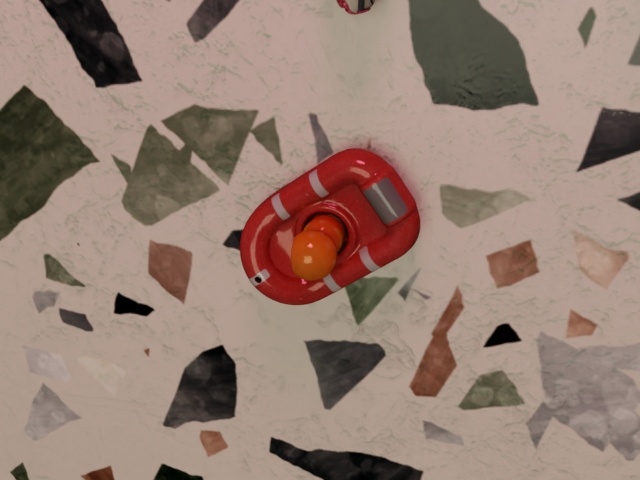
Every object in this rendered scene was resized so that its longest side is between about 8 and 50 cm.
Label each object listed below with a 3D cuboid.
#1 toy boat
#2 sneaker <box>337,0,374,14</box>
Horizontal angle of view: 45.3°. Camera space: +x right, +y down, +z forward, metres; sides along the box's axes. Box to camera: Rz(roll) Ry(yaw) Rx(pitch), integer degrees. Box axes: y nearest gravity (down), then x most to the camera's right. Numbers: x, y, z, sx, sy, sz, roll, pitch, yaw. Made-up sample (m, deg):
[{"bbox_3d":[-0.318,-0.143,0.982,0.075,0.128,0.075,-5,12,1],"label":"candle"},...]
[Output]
[{"bbox_3d":[0.000,0.000,0.927,0.231,0.151,0.151,-31,101,27],"label":"toy boat"},{"bbox_3d":[0.048,-0.378,0.769,0.112,0.121,0.299,-7,123,-12],"label":"sneaker"}]
